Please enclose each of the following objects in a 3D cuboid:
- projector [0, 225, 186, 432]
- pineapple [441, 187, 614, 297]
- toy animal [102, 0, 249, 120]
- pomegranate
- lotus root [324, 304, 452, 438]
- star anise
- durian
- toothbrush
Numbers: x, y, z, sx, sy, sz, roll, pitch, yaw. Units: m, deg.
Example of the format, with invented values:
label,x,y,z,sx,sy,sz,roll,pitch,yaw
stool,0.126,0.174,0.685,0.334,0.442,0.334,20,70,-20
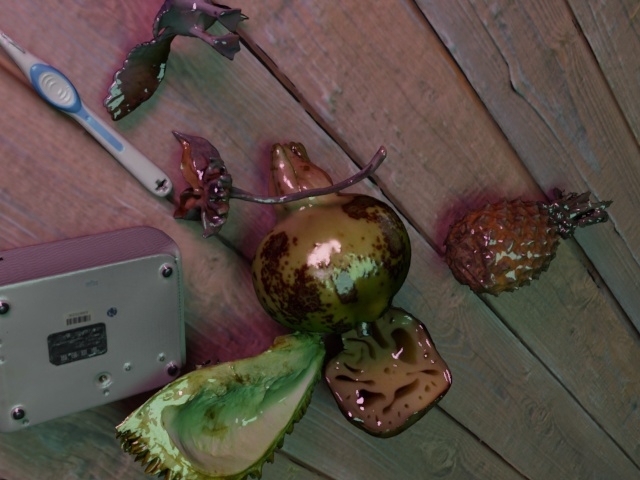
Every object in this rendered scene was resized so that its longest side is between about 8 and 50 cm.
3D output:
label,x,y,z,sx,sy,sz,roll,pitch,yaw
projector,-0.299,0.107,0.923,0.251,0.108,0.198,-12,117,-32
pineapple,0.387,-0.013,1.336,0.361,0.175,0.174,-16,118,-29
toy animal,-0.150,-0.255,0.866,0.197,0.160,0.272,0,116,-38
pomegranate,0.008,0.000,1.037,0.222,0.204,0.276,-25,121,-24
lotus root,0.097,0.229,1.245,0.188,0.199,0.180,-25,162,-14
star anise,-0.064,-0.087,0.968,0.228,0.218,0.148,-2,73,-29
durian,-0.132,0.231,1.073,0.394,0.163,0.198,-19,112,-41
toothbrush,-0.298,-0.169,0.851,0.040,0.040,0.386,-50,130,-8
